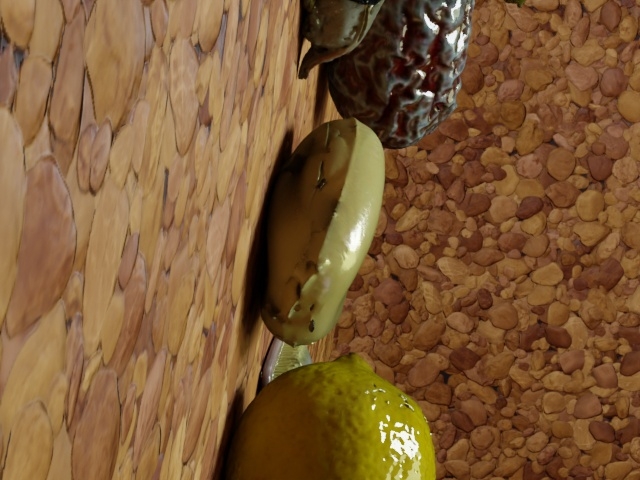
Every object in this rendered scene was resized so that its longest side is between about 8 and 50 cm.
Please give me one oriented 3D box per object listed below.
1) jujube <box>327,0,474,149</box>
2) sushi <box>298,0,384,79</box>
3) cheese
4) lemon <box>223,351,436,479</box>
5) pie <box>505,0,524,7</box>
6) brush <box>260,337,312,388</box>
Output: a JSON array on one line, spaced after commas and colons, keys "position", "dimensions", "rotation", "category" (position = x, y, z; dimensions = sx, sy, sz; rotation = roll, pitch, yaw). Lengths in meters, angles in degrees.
[{"position": [0.117, -0.293, 1.701], "dimensions": [0.226, 0.226, 0.317], "rotation": [-76, 179, -48], "category": "jujube"}, {"position": [0.041, -0.302, 1.316], "dimensions": [0.134, 0.109, 0.273], "rotation": [-71, 170, -64], "category": "sushi"}, {"position": [0.000, 0.000, 1.361], "dimensions": [0.316, 0.128, 0.259], "rotation": [-67, 168, -66], "category": "cheese"}, {"position": [0.011, 0.271, 1.326], "dimensions": [0.267, 0.267, 0.267], "rotation": [10, 90, -86], "category": "lemon"}, {"position": [0.166, -0.470, 1.587], "dimensions": [0.078, 0.296, 0.371], "rotation": [-46, -134, 18], "category": "pie"}, {"position": [-0.038, 0.158, 1.678], "dimensions": [0.313, 0.067, 0.072], "rotation": [-76, 174, -70], "category": "brush"}]
